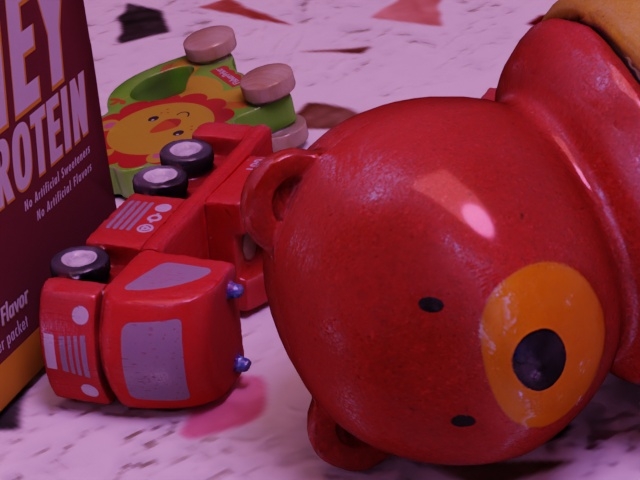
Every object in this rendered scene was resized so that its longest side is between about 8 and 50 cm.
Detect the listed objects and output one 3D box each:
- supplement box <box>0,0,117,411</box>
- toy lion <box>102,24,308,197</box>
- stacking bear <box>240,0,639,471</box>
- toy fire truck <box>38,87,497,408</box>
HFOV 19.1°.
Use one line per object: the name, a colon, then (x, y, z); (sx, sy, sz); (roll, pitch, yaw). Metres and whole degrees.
supplement box: (-0.191, -0.048, 0.646); (0.194, 0.191, 0.129); (5, 28, 21)
toy lion: (-0.062, -0.051, 0.812); (0.096, 0.034, 0.100); (-23, 30, -17)
stacking bear: (0.121, -0.020, 0.581); (0.289, 0.175, 0.164); (-21, 31, -12)
toy fire truck: (0.000, 0.000, 0.673); (0.135, 0.047, 0.192); (6, 29, 20)
